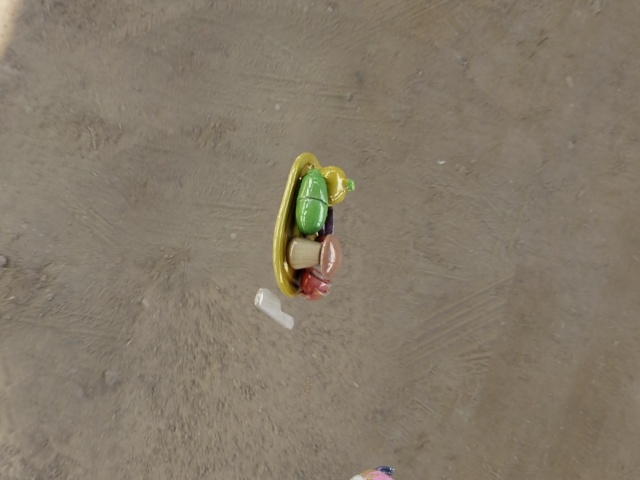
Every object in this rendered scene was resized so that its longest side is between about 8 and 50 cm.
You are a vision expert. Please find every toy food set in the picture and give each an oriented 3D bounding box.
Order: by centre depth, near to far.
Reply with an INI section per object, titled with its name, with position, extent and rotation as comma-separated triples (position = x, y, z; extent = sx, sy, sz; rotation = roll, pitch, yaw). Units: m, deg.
[toy food set]
position = 0.000, 0.000, 0.823
extent = 0.071, 0.128, 0.218
rotation = 4, 64, 18

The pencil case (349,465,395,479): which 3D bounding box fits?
[pencil case]
position = -0.078, 0.323, 0.623
extent = 0.386, 0.160, 0.167
rotation = -9, 91, -24
